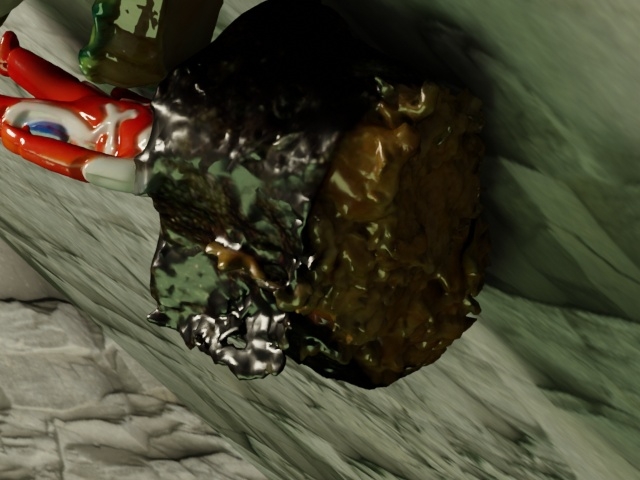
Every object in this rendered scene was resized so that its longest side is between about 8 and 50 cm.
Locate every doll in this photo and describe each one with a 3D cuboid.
[{"bbox_3d":[-0.190,-0.094,1.223,0.384,0.188,0.099,25,121,18],"label":"doll"}]

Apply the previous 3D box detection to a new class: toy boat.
[{"bbox_3d":[-0.100,-0.214,0.820,0.099,0.108,0.293,27,133,20],"label":"toy boat"}]

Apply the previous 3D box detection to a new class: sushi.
[{"bbox_3d":[0.000,0.000,0.953,0.207,0.234,0.348,31,162,27],"label":"sushi"}]

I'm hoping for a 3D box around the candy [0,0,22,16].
[{"bbox_3d":[-0.230,-0.266,0.819,0.185,0.295,0.295,9,161,-6],"label":"candy"}]

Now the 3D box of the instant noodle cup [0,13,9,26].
[{"bbox_3d":[-0.356,-0.255,1.186,0.182,0.182,0.144,38,169,11],"label":"instant noodle cup"}]
